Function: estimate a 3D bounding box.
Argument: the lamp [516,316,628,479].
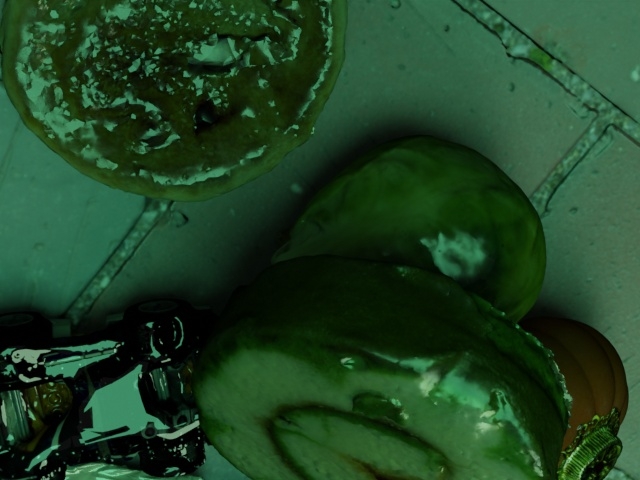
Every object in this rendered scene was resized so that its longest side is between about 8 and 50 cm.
[{"bbox_3d":[0.233,0.185,1.747,0.223,0.196,0.223,-33,147,-25],"label":"lamp"}]

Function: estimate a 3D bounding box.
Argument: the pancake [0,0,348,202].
[{"bbox_3d":[-0.137,-0.203,1.588,0.356,0.065,0.356,-3,109,-9],"label":"pancake"}]

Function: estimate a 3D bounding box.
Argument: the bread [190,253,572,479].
[{"bbox_3d":[0.058,0.172,1.566,0.366,0.129,0.382,15,145,16],"label":"bread"}]

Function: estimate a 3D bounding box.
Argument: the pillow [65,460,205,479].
[{"bbox_3d":[-0.247,0.297,1.786,0.229,0.051,0.128,11,116,-14],"label":"pillow"}]

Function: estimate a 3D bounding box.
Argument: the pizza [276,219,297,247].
[{"bbox_3d":[0.000,0.001,1.719,0.083,0.025,0.078,37,102,-21],"label":"pizza"}]

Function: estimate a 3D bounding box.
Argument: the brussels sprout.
[{"bbox_3d":[0.089,0.012,1.640,0.271,0.210,0.219,-19,137,-4],"label":"brussels sprout"}]

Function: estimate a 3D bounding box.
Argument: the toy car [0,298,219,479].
[{"bbox_3d":[-0.227,0.161,1.694,0.301,0.118,0.193,-7,104,-8],"label":"toy car"}]
